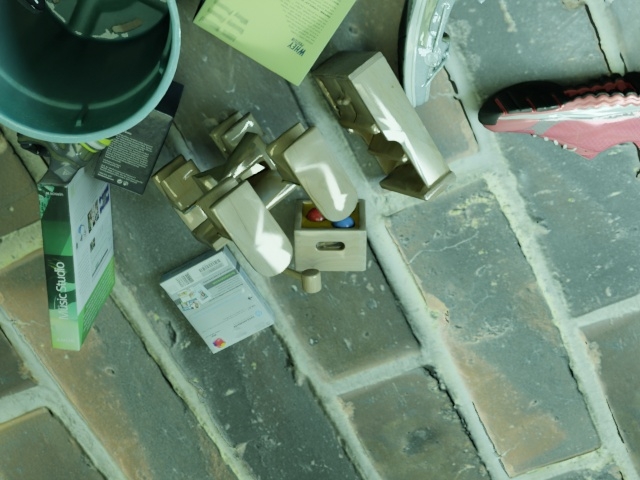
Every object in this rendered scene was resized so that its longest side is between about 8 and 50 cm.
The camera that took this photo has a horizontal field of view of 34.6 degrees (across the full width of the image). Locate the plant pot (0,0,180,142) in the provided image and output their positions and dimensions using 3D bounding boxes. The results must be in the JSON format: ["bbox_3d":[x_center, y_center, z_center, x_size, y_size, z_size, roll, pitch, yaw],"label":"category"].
[{"bbox_3d":[-0.357,-0.367,1.546,0.341,0.334,0.341,1,118,2],"label":"plant pot"}]

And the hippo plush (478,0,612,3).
[{"bbox_3d":[0.378,-0.483,1.487,0.294,0.236,0.234,-25,121,-7],"label":"hippo plush"}]

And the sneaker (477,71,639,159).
[{"bbox_3d":[0.427,-0.194,1.748,0.313,0.116,0.136,-5,120,4],"label":"sneaker"}]

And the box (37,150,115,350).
[{"bbox_3d":[-0.423,-0.003,1.802,0.058,0.232,0.322,4,118,4],"label":"box"}]

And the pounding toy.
[{"bbox_3d":[-0.009,0.003,1.811,0.181,0.206,0.094,0,118,1],"label":"pounding toy"}]

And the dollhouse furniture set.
[{"bbox_3d":[-0.020,-0.093,1.689,0.394,0.362,0.256,-39,112,-12],"label":"dollhouse furniture set"}]

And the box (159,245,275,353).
[{"bbox_3d":[-0.196,0.113,1.970,0.145,0.038,0.186,-28,114,15],"label":"box"}]

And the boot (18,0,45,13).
[{"bbox_3d":[-0.373,-0.368,1.334,0.099,0.045,0.121,-32,113,13],"label":"boot"}]

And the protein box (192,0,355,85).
[{"bbox_3d":[-0.064,-0.397,1.636,0.199,0.136,0.201,30,115,-15],"label":"protein box"}]

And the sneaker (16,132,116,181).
[{"bbox_3d":[-0.458,-0.210,1.673,0.121,0.300,0.111,-50,143,4],"label":"sneaker"}]

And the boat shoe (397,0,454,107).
[{"bbox_3d":[0.187,-0.366,1.662,0.103,0.118,0.320,7,110,-3],"label":"boat shoe"}]

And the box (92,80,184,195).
[{"bbox_3d":[-0.307,-0.187,1.743,0.093,0.156,0.158,21,117,-11],"label":"box"}]
